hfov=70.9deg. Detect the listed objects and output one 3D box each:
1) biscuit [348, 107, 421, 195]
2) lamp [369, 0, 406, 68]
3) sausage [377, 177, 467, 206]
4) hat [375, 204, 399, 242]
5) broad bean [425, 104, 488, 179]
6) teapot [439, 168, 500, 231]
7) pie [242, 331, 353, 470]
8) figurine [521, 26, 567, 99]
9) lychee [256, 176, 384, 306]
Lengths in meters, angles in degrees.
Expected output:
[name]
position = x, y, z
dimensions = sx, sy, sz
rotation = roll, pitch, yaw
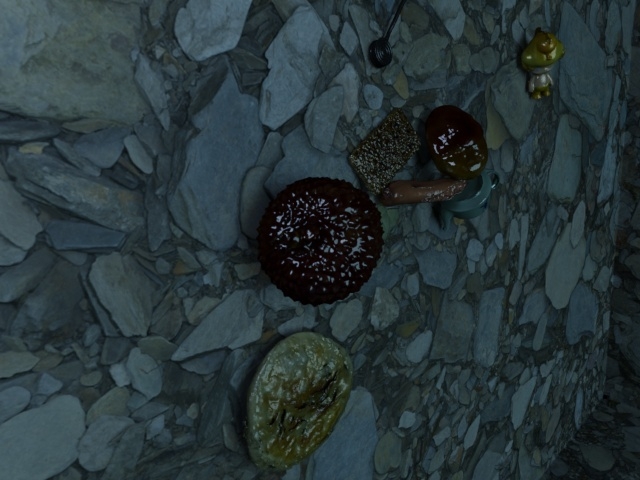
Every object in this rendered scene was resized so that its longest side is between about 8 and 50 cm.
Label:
[biscuit]
position = 0.172, -0.231, 1.156
dimensions = 0.131, 0.025, 0.231
rotation = 50, 64, -20
[lamp]
position = 0.234, -0.598, 1.105
dimensions = 0.130, 0.108, 0.371
rotation = 45, 68, -38
[sausage]
position = 0.286, -0.138, 1.226
dimensions = 0.304, 0.078, 0.078
rotation = -9, 104, -26
[hat]
position = 0.142, -0.043, 1.123
dimensions = 0.081, 0.122, 0.166
rotation = 63, 14, 18
[broad bean]
position = 0.369, -0.270, 1.231
dimensions = 0.156, 0.122, 0.228
rotation = -5, 61, -15
[teapot]
position = 0.445, -0.131, 1.357
dimensions = 0.232, 0.159, 0.159
rotation = -42, 126, 2
[pie]
position = -0.049, 0.379, 1.054
dimensions = 0.339, 0.077, 0.339
rotation = -8, 103, -41
[figurine]
position = 0.781, -0.623, 1.588
dimensions = 0.156, 0.131, 0.246
rotation = -16, 132, 3
[lychee]
position = 0.000, 0.000, 0.906
dimensions = 0.300, 0.264, 0.264
rotation = -5, 102, -66
